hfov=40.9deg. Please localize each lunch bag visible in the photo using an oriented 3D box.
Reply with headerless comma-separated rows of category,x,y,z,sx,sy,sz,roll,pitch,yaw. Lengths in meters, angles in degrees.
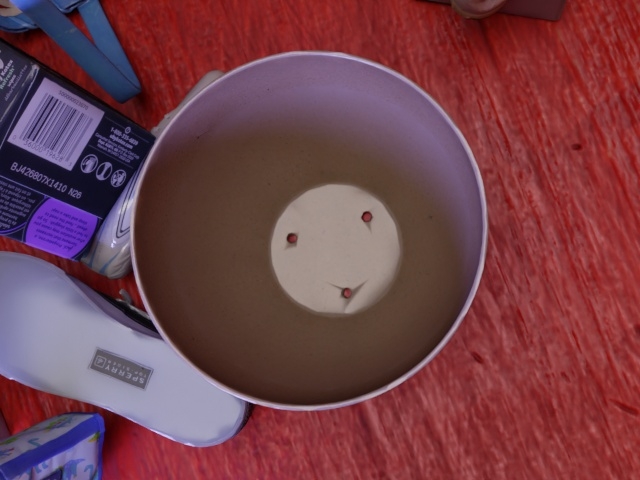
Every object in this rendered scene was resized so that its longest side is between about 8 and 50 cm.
lunch bag,-0.274,0.221,0.782,0.096,0.128,0.151,50,128,10

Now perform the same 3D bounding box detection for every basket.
basket,-0.280,-0.287,0.812,0.201,0.255,0.289,-34,61,3

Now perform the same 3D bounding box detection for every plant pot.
plant pot,0.000,0.000,0.760,0.284,0.191,0.284,-1,83,8

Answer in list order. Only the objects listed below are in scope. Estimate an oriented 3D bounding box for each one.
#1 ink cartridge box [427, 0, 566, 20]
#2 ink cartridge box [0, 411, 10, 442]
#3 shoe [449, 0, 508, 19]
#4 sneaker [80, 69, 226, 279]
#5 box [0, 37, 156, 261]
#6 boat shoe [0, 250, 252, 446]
ink cartridge box,0.178,-0.334,0.821,0.153,0.087,0.209,11,85,9
ink cartridge box,-0.465,0.153,0.776,0.198,0.270,0.197,-29,80,5
shoe,0.189,-0.289,0.740,0.076,0.058,0.219,34,90,9
sneaker,-0.168,-0.074,0.846,0.086,0.085,0.237,35,90,-4
box,-0.317,-0.118,0.799,0.270,0.165,0.143,31,90,30
boat shoe,-0.204,0.102,0.826,0.306,0.105,0.113,20,83,4
